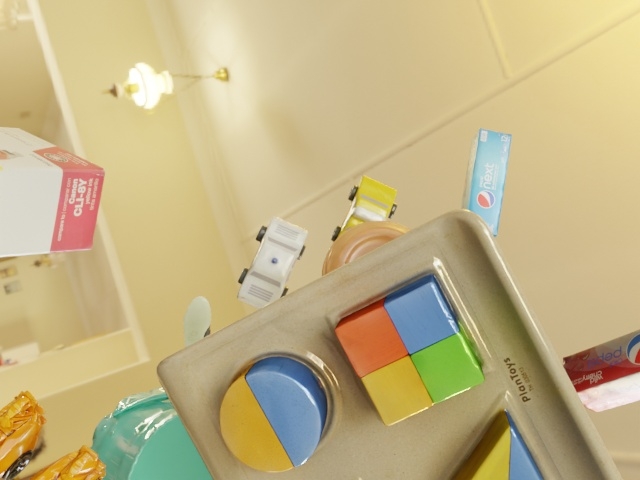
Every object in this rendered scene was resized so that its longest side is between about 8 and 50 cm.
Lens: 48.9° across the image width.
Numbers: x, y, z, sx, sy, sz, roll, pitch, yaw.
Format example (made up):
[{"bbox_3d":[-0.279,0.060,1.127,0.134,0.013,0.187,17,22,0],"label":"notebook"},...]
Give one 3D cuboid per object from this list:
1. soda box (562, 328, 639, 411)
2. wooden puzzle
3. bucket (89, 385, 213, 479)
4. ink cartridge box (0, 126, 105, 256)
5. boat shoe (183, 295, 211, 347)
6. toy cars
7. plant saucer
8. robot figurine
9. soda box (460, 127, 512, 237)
[{"bbox_3d":[0.555,0.218,1.229,0.263,0.092,0.083,-38,-149,46],"label":"soda box"},{"bbox_3d":[0.053,0.188,0.621,0.322,0.348,0.080,62,14,-2],"label":"wooden puzzle"},{"bbox_3d":[-0.204,0.360,1.072,0.183,0.281,0.281,-9,-83,58],"label":"bucket"},{"bbox_3d":[-0.602,-0.089,1.155,0.279,0.384,0.160,25,-73,30],"label":"ink cartridge box"},{"bbox_3d":[-0.225,0.164,1.284,0.042,0.049,0.133,-123,-143,-80],"label":"boat shoe"},{"bbox_3d":[0.000,0.000,1.404,0.176,0.393,0.087,64,-11,5],"label":"toy cars"},{"bbox_3d":[0.102,0.057,1.188,0.037,0.200,0.200,93,-28,-71],"label":"plant saucer"},{"bbox_3d":[-0.394,0.313,0.770,0.211,0.291,0.085,36,-38,11],"label":"robot figurine"},{"bbox_3d":[0.323,-0.108,1.392,0.071,0.067,0.210,100,2,-80],"label":"soda box"}]
